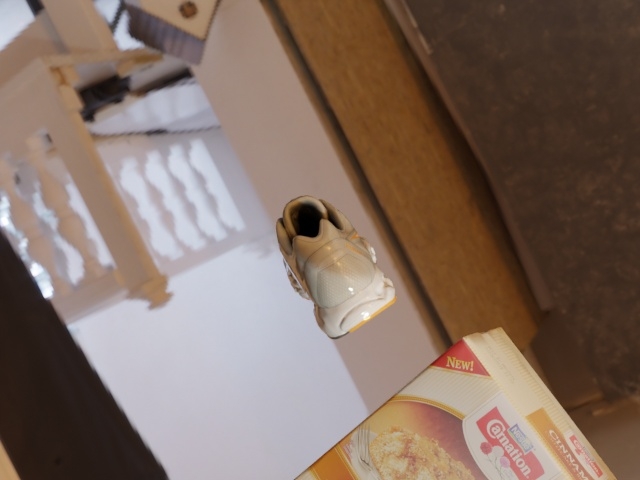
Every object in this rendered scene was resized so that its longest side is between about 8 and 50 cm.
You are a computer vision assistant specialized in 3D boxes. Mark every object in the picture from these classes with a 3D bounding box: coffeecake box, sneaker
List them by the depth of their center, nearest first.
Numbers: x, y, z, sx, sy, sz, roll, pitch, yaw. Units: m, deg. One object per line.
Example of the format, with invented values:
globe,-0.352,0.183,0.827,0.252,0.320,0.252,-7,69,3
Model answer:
coffeecake box,0.085,0.171,0.630,0.185,0.142,0.068,-45,159,25
sneaker,0.000,0.000,0.968,0.099,0.121,0.262,-31,-164,-5
